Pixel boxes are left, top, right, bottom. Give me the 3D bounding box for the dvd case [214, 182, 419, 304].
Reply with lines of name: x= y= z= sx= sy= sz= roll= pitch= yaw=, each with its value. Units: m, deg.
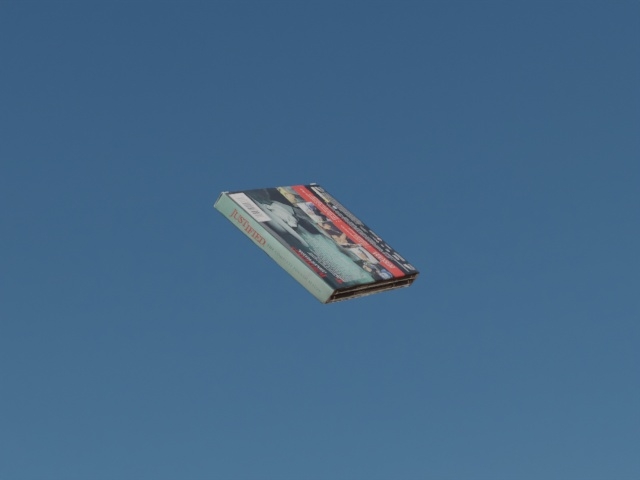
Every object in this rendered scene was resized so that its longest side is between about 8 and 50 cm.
dvd case: x=0.000 y=0.000 z=1.044 sx=0.013 sy=0.087 sz=0.119 roll=-54 pitch=-18 yaw=18
